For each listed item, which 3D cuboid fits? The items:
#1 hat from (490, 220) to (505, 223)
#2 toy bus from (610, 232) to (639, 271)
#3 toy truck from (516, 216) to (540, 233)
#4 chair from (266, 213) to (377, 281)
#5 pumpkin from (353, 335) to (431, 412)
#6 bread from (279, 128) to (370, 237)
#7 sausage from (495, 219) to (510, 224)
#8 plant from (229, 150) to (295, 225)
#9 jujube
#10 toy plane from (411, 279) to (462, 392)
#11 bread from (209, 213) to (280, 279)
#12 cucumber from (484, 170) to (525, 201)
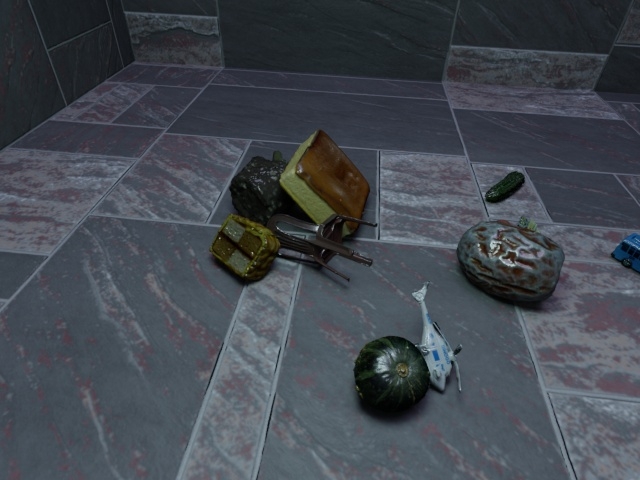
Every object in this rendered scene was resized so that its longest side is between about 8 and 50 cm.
[{"bbox_3d":[0.636,-0.031,1.498,0.121,0.051,0.121,2,19,-1],"label":"hat"},{"bbox_3d":[1.122,0.058,1.450,0.090,0.106,0.185,-22,45,-23],"label":"toy bus"},{"bbox_3d":[0.749,-0.012,1.545,0.100,0.077,0.169,32,43,13],"label":"toy truck"},{"bbox_3d":[0.000,0.000,1.422,0.326,0.176,0.183,21,35,24],"label":"chair"},{"bbox_3d":[0.174,0.329,1.045,0.190,0.146,0.191,16,52,-22],"label":"pumpkin"},{"bbox_3d":[0.030,-0.206,1.568,0.143,0.333,0.324,-29,26,34],"label":"bread"},{"bbox_3d":[0.646,-0.034,1.574,0.154,0.062,0.062,-22,45,-26],"label":"sausage"},{"bbox_3d":[-0.188,-0.216,1.641,0.213,0.215,0.312,23,41,24],"label":"plant"},{"bbox_3d":[0.594,0.054,1.344,0.307,0.216,0.246,16,45,24],"label":"jujube"},{"bbox_3d":[0.288,0.250,1.103,0.107,0.273,0.182,-13,6,-6],"label":"toy plane"},{"bbox_3d":[-0.251,0.018,1.393,0.222,0.182,0.096,31,4,31],"label":"bread"},{"bbox_3d":[0.795,-0.228,1.813,0.077,0.077,0.265,33,50,32],"label":"cucumber"}]
